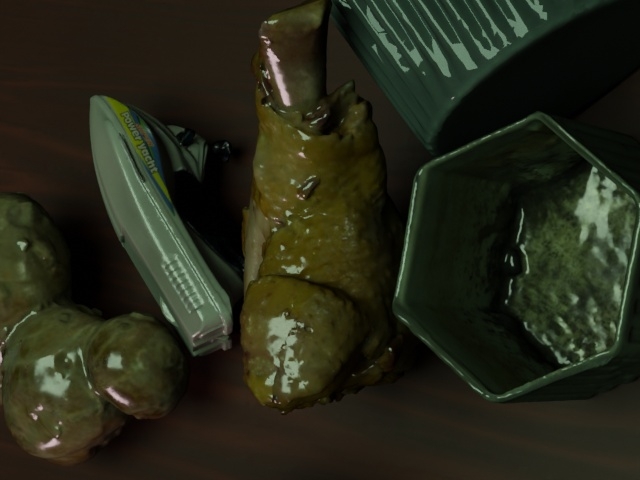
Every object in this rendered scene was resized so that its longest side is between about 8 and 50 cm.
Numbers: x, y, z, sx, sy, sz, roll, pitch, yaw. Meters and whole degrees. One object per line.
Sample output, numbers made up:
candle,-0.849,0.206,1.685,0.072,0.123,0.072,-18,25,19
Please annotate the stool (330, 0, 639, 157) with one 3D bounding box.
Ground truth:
stool,0.117,-0.268,1.663,0.297,0.297,0.330,-38,73,26

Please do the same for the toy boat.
toy boat,-0.136,-0.026,1.904,0.141,0.141,0.269,-25,74,30

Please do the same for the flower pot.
flower pot,0.200,0.019,1.639,0.239,0.189,0.209,-25,74,28

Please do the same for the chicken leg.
chicken leg,0.000,0.000,1.646,0.182,0.295,0.409,6,128,14

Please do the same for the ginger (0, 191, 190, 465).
ginger,-0.264,0.105,1.963,0.304,0.155,0.244,37,123,23
